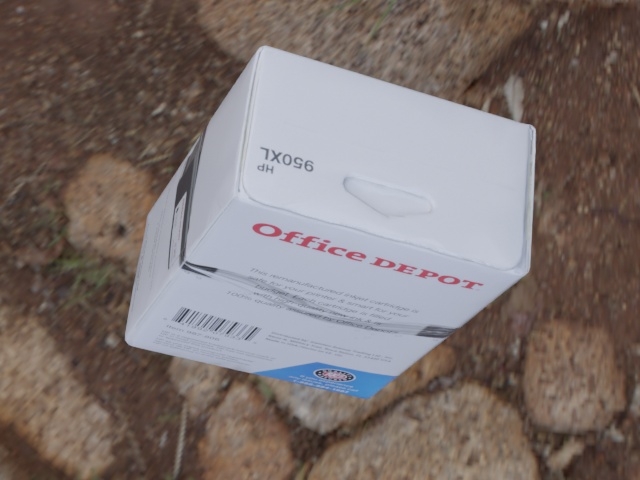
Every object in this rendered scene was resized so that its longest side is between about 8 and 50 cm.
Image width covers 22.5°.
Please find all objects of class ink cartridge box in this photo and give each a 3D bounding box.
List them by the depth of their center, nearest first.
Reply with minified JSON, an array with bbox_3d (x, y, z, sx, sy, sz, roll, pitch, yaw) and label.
[{"bbox_3d":[0.000,0.000,1.591,0.285,0.166,0.395,14,154,-16],"label":"ink cartridge box"}]
